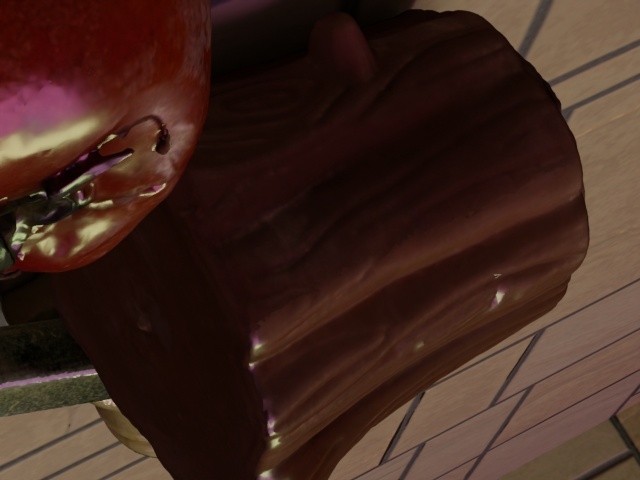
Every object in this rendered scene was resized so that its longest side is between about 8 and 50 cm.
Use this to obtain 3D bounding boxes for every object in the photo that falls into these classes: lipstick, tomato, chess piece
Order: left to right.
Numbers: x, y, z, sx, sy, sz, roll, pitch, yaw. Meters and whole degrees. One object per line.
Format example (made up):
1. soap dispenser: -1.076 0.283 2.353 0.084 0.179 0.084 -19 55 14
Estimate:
1. tomato: -0.129 -0.057 0.546 0.187 0.151 0.187 -34 168 -8
2. lipstick: -0.148 0.068 0.928 0.312 0.051 0.051 -8 136 -21
3. chess piece: -0.119 0.059 1.026 0.090 0.090 0.200 -30 151 -2

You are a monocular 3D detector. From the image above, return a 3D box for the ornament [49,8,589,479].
1. ornament: 0.000 0.000 0.862 0.218 0.235 0.221 -25 -173 -27
